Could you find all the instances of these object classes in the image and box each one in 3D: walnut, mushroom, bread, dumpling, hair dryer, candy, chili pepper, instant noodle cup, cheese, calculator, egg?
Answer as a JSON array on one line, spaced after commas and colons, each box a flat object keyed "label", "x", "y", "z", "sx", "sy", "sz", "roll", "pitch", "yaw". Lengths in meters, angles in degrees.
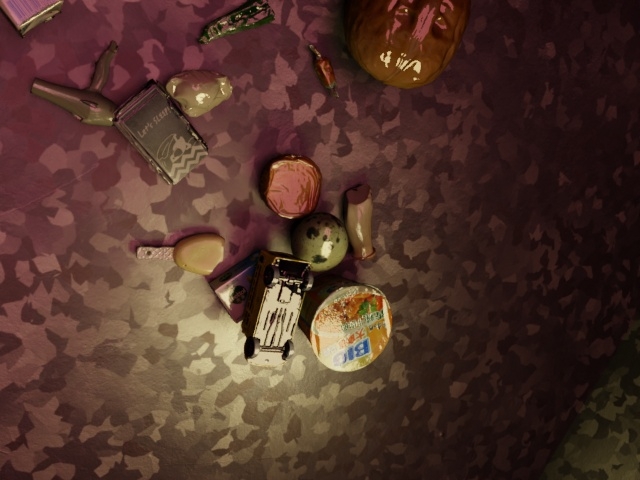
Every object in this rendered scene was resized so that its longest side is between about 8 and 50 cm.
[{"label": "walnut", "x": 0.253, "y": -0.646, "z": 1.811, "sx": 0.354, "sy": 0.308, "sz": 0.397, "roll": 12, "pitch": 100, "yaw": -28}, {"label": "mushroom", "x": 0.126, "y": -0.056, "z": 2.029, "sx": 0.096, "sy": 0.108, "sz": 0.246, "roll": -1, "pitch": 105, "yaw": 17}, {"label": "bread", "x": -0.091, "y": -0.166, "z": 1.895, "sx": 0.199, "sy": 0.104, "sz": 0.199, "roll": -4, "pitch": 102, "yaw": -20}, {"label": "dumpling", "x": -0.343, "y": -0.404, "z": 1.731, "sx": 0.169, "sy": 0.100, "sz": 0.134, "roll": -28, "pitch": 152, "yaw": -39}, {"label": "hair dryer", "x": -0.625, "y": -0.408, "z": 1.600, "sx": 0.219, "sy": 0.088, "sz": 0.224, "roll": -4, "pitch": 95, "yaw": -28}, {"label": "candy", "x": 0.015, "y": -0.513, "z": 1.881, "sx": 0.046, "sy": 0.053, "sz": 0.182, "roll": -35, "pitch": 113, "yaw": -14}, {"label": "chili pepper", "x": -0.240, "y": -0.602, "z": 1.738, "sx": 0.227, "sy": 0.059, "sz": 0.088, "roll": -32, "pitch": 119, "yaw": -12}, {"label": "instant noodle cup", "x": 0.056, "y": 0.246, "z": 2.006, "sx": 0.297, "sy": 0.214, "sz": 0.296, "roll": -6, "pitch": 105, "yaw": -23}, {"label": "cheese", "x": -0.409, "y": 0.041, "z": 1.832, "sx": 0.256, "sy": 0.050, "sz": 0.127, "roll": 0, "pitch": 105, "yaw": -23}, {"label": "calculator", "x": -0.430, "y": -0.289, "z": 1.711, "sx": 0.165, "sy": 0.028, "sz": 0.274, "roll": -46, "pitch": 131, "yaw": -14}, {"label": "egg", "x": 0.000, "y": 0.000, "z": 1.916, "sx": 0.177, "sy": 0.228, "sz": 0.176, "roll": 5, "pitch": 64, "yaw": -10}]

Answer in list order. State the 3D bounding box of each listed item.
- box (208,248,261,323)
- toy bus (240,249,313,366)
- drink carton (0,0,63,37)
[{"label": "box", "x": -0.223, "y": 0.141, "z": 1.929, "sx": 0.194, "sy": 0.073, "sz": 0.139, "roll": -35, "pitch": 117, "yaw": -13}, {"label": "toy bus", "x": -0.141, "y": 0.201, "z": 1.859, "sx": 0.145, "sy": 0.151, "sz": 0.330, "roll": 10, "pitch": 100, "yaw": -35}, {"label": "drink carton", "x": -0.737, "y": -0.640, "z": 1.418, "sx": 0.132, "sy": 0.194, "sz": 0.324, "roll": -40, "pitch": 116, "yaw": -12}]
